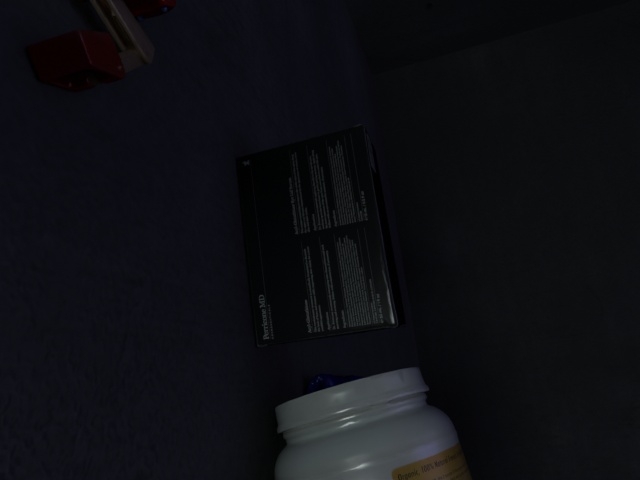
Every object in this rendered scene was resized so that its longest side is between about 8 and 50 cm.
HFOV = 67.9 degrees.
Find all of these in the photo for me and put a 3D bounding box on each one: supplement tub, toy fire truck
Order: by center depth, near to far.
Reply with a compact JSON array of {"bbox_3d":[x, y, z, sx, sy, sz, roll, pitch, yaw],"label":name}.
[{"bbox_3d":[-0.178,-0.201,0.411,0.192,0.047,0.135,-56,133,-70],"label":"toy fire truck"},{"bbox_3d":[0.075,0.329,0.553,0.228,0.228,0.316,42,30,-65],"label":"supplement tub"}]

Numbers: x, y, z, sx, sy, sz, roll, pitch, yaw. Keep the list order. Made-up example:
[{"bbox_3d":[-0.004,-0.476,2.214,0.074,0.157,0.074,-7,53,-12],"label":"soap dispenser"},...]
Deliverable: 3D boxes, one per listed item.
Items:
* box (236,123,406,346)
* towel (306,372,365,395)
[{"bbox_3d":[0.000,0.000,0.647,0.103,0.184,0.261,33,48,-72],"label":"box"},{"bbox_3d":[0.064,0.349,0.829,0.308,0.076,0.227,42,38,-65],"label":"towel"}]
